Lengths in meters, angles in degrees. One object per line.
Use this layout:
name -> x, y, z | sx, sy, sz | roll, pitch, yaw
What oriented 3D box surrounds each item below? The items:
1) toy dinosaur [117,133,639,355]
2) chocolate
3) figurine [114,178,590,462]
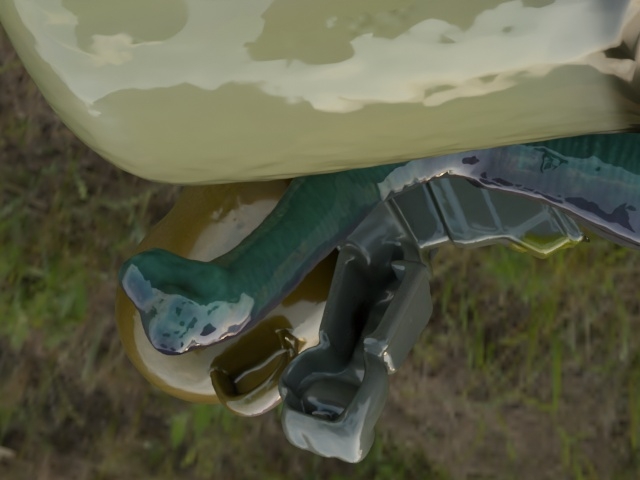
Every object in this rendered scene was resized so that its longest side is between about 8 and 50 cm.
toy dinosaur -> 0.140, -0.004, 0.778 | 0.383, 0.331, 0.129 | 25, 141, 0
chocolate -> -0.007, -0.166, 0.642 | 0.297, 0.314, 0.326 | -16, 153, 20
figurine -> -0.001, -0.001, 1.109 | 0.285, 0.342, 0.167 | -31, 105, 1
